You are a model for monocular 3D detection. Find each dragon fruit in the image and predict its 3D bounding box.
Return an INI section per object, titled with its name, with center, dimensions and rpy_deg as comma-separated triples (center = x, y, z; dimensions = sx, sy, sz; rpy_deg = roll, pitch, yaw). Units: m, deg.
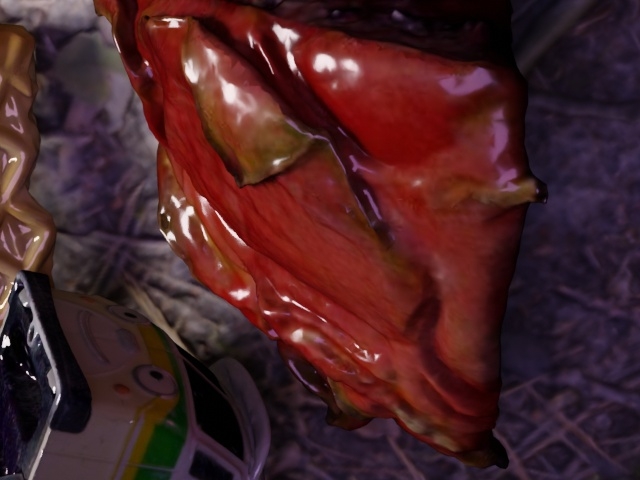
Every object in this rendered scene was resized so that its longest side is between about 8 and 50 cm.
[dragon fruit]
center = -0.010, 0.000, 0.987
dimensions = 0.228, 0.286, 0.329
rpy_deg = 1, 118, -2

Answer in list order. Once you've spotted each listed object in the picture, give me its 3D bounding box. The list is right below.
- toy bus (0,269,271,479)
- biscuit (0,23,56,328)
[toy bus]
center = -0.145, 0.187, 1.121
dimensions = 0.179, 0.143, 0.305
rpy_deg = 13, 113, -24
[biscuit]
center = -0.253, 0.029, 1.132
dimensions = 0.204, 0.040, 0.309
rpy_deg = -5, 108, -12
